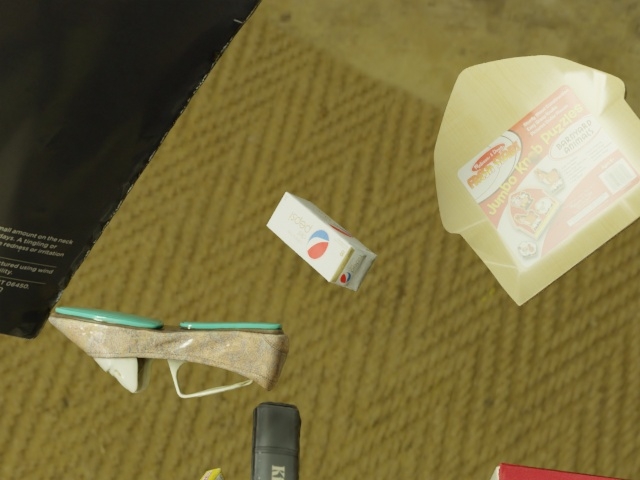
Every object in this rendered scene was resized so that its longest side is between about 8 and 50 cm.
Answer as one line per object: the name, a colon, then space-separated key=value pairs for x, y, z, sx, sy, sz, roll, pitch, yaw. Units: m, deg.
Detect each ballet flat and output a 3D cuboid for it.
ballet flat: x=-0.200 y=0.149 z=1.515 sx=0.316 sy=0.107 sz=0.106 roll=5 pitch=89 yaw=3

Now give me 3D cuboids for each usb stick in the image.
usb stick: x=-0.066 y=0.368 z=1.692 sx=0.077 sy=0.045 sz=0.278 roll=14 pitch=59 yaw=-22

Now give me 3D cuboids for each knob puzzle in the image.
knob puzzle: x=0.181 y=-0.070 z=0.991 sx=0.213 sy=0.030 sz=0.213 roll=-2 pitch=86 yaw=26

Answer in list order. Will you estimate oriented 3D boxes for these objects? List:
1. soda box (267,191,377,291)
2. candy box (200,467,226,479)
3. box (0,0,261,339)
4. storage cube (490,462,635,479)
soda box: x=0.000 y=0.000 z=1.988 sx=0.216 sy=0.069 sz=0.074 roll=40 pitch=104 yaw=47
candy box: x=-0.117 y=0.406 z=1.490 sx=0.027 sy=0.206 sz=0.105 roll=-16 pitch=16 yaw=26
box: x=-0.240 y=-0.168 z=0.824 sx=0.179 sy=0.312 sz=0.343 roll=18 pitch=30 yaw=-39
storage cube: x=0.207 y=0.297 z=0.871 sx=0.193 sy=0.215 sz=0.183 roll=8 pitch=56 yaw=0
